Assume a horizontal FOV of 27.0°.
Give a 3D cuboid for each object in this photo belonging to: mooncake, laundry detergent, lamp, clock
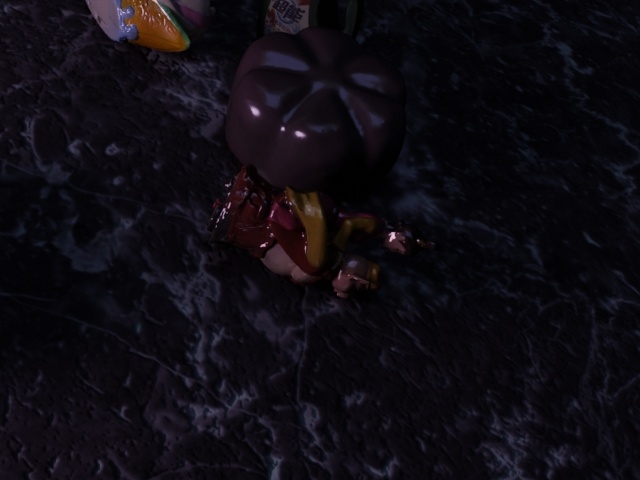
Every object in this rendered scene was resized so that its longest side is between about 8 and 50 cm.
[{"bbox_3d":[-0.004,-0.163,1.681,0.245,0.133,0.245,9,47,-10],"label":"mooncake"},{"bbox_3d":[-0.002,-0.334,1.797,0.144,0.221,0.078,34,40,13],"label":"laundry detergent"},{"bbox_3d":[0.000,0.000,1.512,0.253,0.118,0.118,21,39,-6],"label":"lamp"},{"bbox_3d":[-0.228,-0.326,1.779,0.144,0.103,0.231,-15,50,-26],"label":"clock"}]
